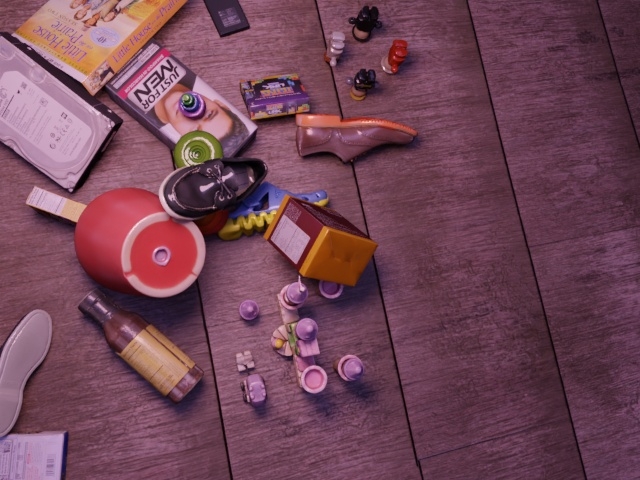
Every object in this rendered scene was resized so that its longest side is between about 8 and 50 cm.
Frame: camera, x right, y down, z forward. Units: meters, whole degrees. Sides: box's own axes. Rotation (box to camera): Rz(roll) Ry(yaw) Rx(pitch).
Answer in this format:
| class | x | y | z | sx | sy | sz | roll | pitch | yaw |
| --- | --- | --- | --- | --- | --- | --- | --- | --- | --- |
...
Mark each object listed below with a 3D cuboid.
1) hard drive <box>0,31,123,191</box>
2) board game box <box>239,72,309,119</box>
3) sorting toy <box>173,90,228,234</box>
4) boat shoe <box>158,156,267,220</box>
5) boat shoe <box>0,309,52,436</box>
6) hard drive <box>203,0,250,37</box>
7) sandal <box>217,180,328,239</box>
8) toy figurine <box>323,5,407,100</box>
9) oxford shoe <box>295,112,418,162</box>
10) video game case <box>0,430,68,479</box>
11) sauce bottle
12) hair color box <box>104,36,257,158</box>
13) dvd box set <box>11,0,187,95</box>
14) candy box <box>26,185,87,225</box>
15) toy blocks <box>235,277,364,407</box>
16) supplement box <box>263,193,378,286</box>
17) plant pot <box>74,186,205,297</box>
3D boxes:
| class | x | y | z | sx | sy | sz | roll | pitch | yaw |
| --- | --- | --- | --- | --- | --- | --- | --- | --- | --- |
| hard drive | -0.696 | -0.314 | 1.360 | 0.339 | 0.064 | 0.237 | 39 | 111 | -9 |
| board game box | -0.131 | -0.410 | 1.545 | 0.170 | 0.048 | 0.141 | -12 | 47 | -14 |
| sorting toy | -0.310 | -0.194 | 1.354 | 0.127 | 0.126 | 0.365 | -6 | 92 | -2 |
| boat shoe | -0.231 | -0.134 | 1.277 | 0.113 | 0.340 | 0.127 | -21 | 90 | 29 |
| boat shoe | -0.743 | 0.306 | 1.296 | 0.091 | 0.114 | 0.302 | 0 | 59 | 27 |
| hard drive | -0.278 | -0.674 | 1.612 | 0.094 | 0.022 | 0.135 | -24 | 85 | -14 |
| sandal | -0.133 | -0.102 | 1.489 | 0.317 | 0.126 | 0.138 | -12 | 76 | -15 |
| toy figurine | 0.128 | -0.550 | 1.615 | 0.209 | 0.148 | 0.213 | -44 | 93 | -9 |
| oxford shoe | 0.104 | -0.292 | 1.586 | 0.364 | 0.130 | 0.132 | 2 | 103 | -11 |
| video game case | -0.730 | 0.587 | 1.268 | 0.244 | 0.061 | 0.269 | 3 | 79 | -12 |
| sauce bottle | -0.449 | 0.256 | 1.362 | 0.344 | 0.111 | 0.111 | 43 | 75 | 0 |
| hair color box | -0.373 | -0.348 | 1.485 | 0.374 | 0.113 | 0.185 | 40 | 76 | -3 |
| dvd box set | -0.580 | -0.608 | 1.464 | 0.308 | 0.062 | 0.420 | 32 | 74 | 20 |
| candy box | -0.629 | -0.068 | 1.385 | 0.187 | 0.109 | 0.053 | 22 | 76 | -6 |
| toy blocks | -0.059 | 0.247 | 1.364 | 0.309 | 0.260 | 0.288 | -12 | 83 | -13 |
| supplement box | 0.000 | 0.000 | 1.381 | 0.191 | 0.194 | 0.129 | 15 | 109 | -45 |
| plant pot | -0.412 | 0.016 | 1.291 | 0.275 | 0.243 | 0.275 | -8 | 103 | -36 |
